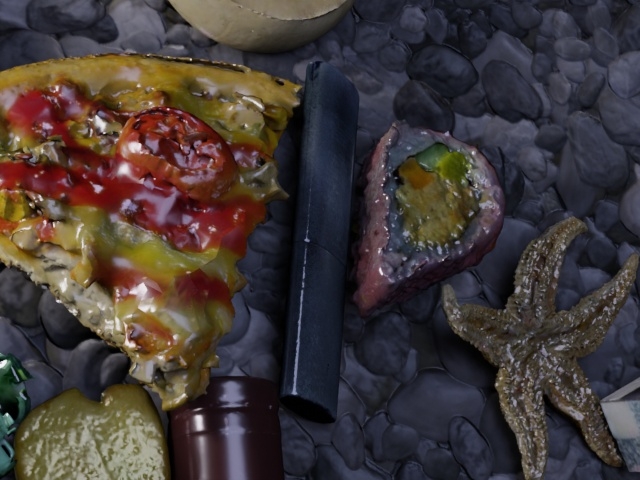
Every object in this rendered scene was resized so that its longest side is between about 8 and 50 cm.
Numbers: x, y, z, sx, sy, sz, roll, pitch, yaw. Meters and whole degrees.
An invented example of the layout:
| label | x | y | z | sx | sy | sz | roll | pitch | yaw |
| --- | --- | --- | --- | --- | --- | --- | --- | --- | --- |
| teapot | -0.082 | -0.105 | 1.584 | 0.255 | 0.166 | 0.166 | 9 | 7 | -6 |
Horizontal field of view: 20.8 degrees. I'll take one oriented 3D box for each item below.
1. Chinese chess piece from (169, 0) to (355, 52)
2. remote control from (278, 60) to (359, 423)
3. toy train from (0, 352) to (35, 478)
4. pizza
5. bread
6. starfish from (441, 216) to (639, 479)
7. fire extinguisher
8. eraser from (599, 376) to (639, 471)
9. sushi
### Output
| label | x | y | z | sx | sy | sz | roll | pitch | yaw |
| --- | --- | --- | --- | --- | --- | --- | --- | --- | --- |
| Chinese chess piece | -0.066 | -0.331 | 1.930 | 0.250 | 0.103 | 0.249 | 8 | 70 | -22 |
| remote control | 0.000 | 0.000 | 1.853 | 0.107 | 0.044 | 0.377 | 36 | 53 | -54 |
| toy train | -0.397 | 0.111 | 1.578 | 0.301 | 0.202 | 0.120 | 53 | 42 | 1 |
| pizza | -0.165 | -0.027 | 1.727 | 0.440 | 0.130 | 0.406 | -10 | 57 | -25 |
| bread | -0.222 | 0.235 | 1.692 | 0.149 | 0.065 | 0.187 | -4 | 76 | -13 |
| starfish | 0.255 | 0.129 | 1.933 | 0.299 | 0.060 | 0.302 | -8 | 86 | -36 |
| fire extinguisher | -0.077 | 0.308 | 1.695 | 0.135 | 0.114 | 0.337 | 8 | 69 | -34 |
| eraser | 0.500 | 0.138 | 1.995 | 0.404 | 0.096 | 0.098 | -26 | 96 | -31 |
| sushi | 0.118 | -0.011 | 1.883 | 0.161 | 0.107 | 0.241 | 17 | 50 | -18 |
